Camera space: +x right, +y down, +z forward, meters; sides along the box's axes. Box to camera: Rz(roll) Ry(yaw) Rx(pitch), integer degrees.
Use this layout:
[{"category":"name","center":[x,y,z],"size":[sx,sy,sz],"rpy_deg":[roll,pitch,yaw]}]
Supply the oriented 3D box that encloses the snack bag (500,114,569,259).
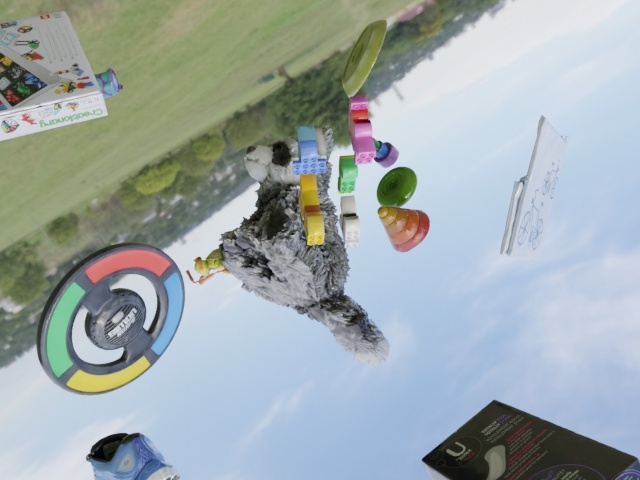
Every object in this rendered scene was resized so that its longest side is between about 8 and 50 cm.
[{"category":"snack bag","center":[0.529,-0.118,1.572],"size":[0.037,0.342,0.323],"rpy_deg":[15,-175,30]}]

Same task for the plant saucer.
[{"category":"plant saucer","center":[0.120,-0.535,1.860],"size":[0.241,0.037,0.241],"rpy_deg":[-59,-164,29]}]

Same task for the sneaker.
[{"category":"sneaker","center":[-0.392,0.458,1.277],"size":[0.130,0.147,0.330],"rpy_deg":[-21,165,-44]}]

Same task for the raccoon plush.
[{"category":"raccoon plush","center":[0.000,0.000,1.255],"size":[0.216,0.446,0.299],"rpy_deg":[-9,-141,42]}]

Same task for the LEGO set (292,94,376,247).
[{"category":"LEGO set","center":[0.012,-0.052,0.763],"size":[0.087,0.227,0.093],"rpy_deg":[-5,-125,-5]}]

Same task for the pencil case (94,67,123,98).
[{"category":"pencil case","center":[-0.582,-0.384,1.608],"size":[0.152,0.064,0.070],"rpy_deg":[-13,-123,6]}]

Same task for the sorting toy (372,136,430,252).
[{"category":"sorting toy","center":[0.169,-0.142,1.645],"size":[0.127,0.126,0.365],"rpy_deg":[-35,-136,28]}]

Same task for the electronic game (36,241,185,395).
[{"category":"electronic game","center":[-0.284,0.111,0.895],"size":[0.048,0.229,0.229],"rpy_deg":[25,-129,35]}]

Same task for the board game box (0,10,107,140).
[{"category":"board game box","center":[-0.509,-0.297,1.121],"size":[0.193,0.053,0.305],"rpy_deg":[-18,-130,-18]}]

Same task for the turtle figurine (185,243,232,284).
[{"category":"turtle figurine","center":[-0.242,0.049,1.657],"size":[0.217,0.087,0.269],"rpy_deg":[-14,-178,-27]}]

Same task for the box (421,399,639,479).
[{"category":"box","center":[0.295,0.353,0.877],"size":[0.165,0.143,0.270],"rpy_deg":[-31,-165,-20]}]
